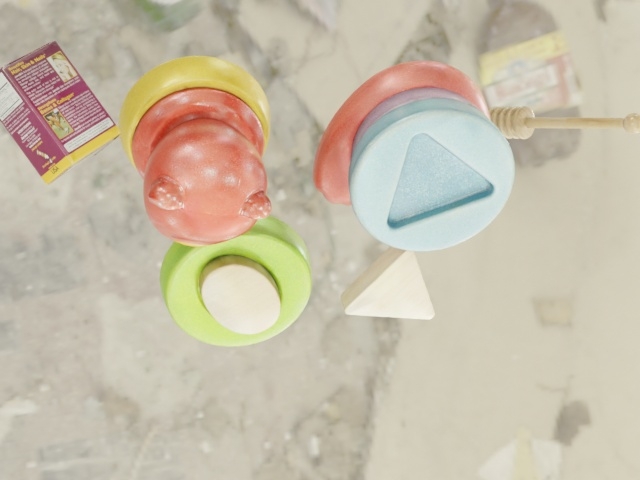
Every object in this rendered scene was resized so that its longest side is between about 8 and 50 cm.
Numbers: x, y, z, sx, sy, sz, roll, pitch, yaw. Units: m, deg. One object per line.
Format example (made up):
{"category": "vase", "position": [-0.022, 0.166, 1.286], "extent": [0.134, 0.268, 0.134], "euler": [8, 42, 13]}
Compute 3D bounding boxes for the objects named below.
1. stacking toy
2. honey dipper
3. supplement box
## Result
{"category": "stacking toy", "position": [0.000, 0.000, 1.117], "extent": [0.130, 0.309, 0.279], "euler": [-106, -164, -52]}
{"category": "honey dipper", "position": [0.216, -0.102, 1.224], "extent": [0.030, 0.161, 0.030], "euler": [-7, 100, -43]}
{"category": "supplement box", "position": [-0.191, -0.091, 0.986], "extent": [0.055, 0.043, 0.083], "euler": [-39, 96, -43]}
